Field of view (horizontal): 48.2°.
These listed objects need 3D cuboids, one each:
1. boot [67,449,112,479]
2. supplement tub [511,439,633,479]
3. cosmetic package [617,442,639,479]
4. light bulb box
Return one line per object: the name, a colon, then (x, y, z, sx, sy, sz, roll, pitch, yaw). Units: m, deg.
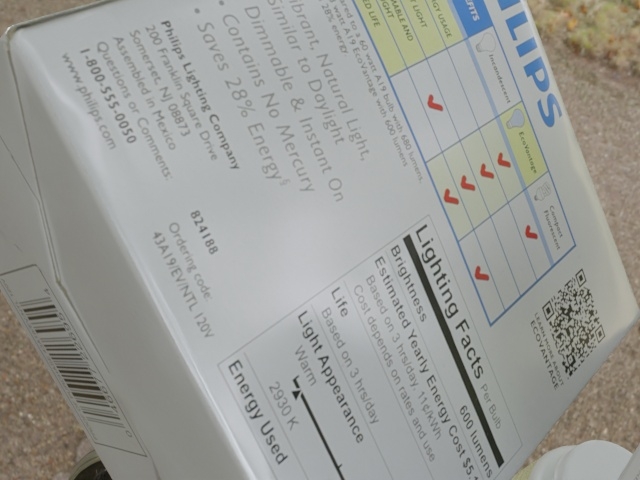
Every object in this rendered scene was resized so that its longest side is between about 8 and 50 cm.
boot: (-0.156, 0.264, 0.611, 0.236, 0.085, 0.178, -31, 42, 31)
supplement tub: (0.452, 0.526, 1.327, 0.235, 0.325, 0.235, 10, 51, -13)
cosmetic package: (0.526, 0.296, 0.672, 0.329, 0.327, 0.393, 27, 11, 5)
light bulb box: (0.000, 0.000, 0.509, 0.361, 0.358, 0.225, -33, 15, -36)
